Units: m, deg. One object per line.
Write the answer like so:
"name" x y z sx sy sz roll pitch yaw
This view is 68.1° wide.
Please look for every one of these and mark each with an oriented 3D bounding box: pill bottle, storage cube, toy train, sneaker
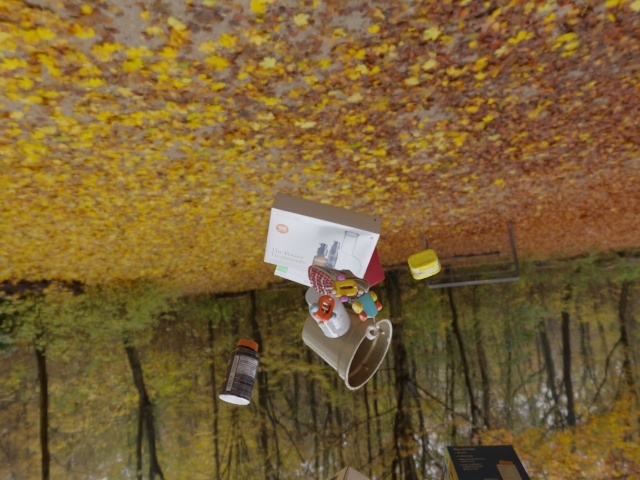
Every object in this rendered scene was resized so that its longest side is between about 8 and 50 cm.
"pill bottle" -0.327 0.540 1.960 0.130 0.246 0.130 8 149 5
"storage cube" 0.175 0.134 2.359 0.193 0.215 0.183 -24 -165 -30
"pill bottle" 0.027 0.273 1.864 0.131 0.131 0.229 -8 138 19
"toy train" 0.054 0.147 1.028 0.166 0.125 0.046 26 156 -22
"sneaker" 0.057 0.136 1.566 0.225 0.088 0.092 22 -144 21

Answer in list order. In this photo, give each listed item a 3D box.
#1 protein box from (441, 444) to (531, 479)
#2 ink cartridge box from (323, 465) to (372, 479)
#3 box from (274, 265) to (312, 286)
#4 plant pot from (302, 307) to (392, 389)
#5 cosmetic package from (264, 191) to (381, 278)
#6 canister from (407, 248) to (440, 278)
"protein box" 0.460 0.688 1.297 0.199 0.136 0.201 0 -159 -2
"ink cartridge box" 0.096 0.912 1.688 0.158 0.092 0.218 35 131 -5
"box" -0.090 0.110 2.534 0.261 0.127 0.231 19 134 -5
"plant pot" 0.098 0.430 2.095 0.305 0.334 0.333 26 -170 32
"cosmetic package" 0.000 0.000 1.699 0.377 0.097 0.284 13 134 -1
"canister" 0.431 0.097 1.965 0.126 0.073 0.170 -22 159 10
